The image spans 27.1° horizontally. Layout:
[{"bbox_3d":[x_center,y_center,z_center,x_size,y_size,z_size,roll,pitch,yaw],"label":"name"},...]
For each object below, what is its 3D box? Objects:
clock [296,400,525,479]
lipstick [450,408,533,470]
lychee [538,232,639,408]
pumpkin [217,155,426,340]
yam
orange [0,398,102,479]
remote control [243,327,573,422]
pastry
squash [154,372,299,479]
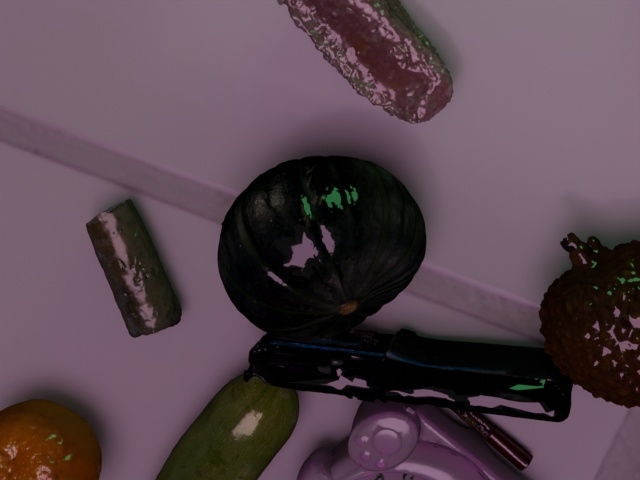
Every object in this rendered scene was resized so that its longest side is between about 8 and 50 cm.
[{"bbox_3d":[0.100,0.375,1.739,0.295,0.113,0.322,40,113,-5],"label":"clock"},{"bbox_3d":[0.200,0.232,1.716,0.176,0.027,0.027,40,112,-4],"label":"lipstick"},{"bbox_3d":[0.356,0.089,1.549,0.200,0.200,0.238,-32,101,19],"label":"lychee"},{"bbox_3d":[0.000,0.000,1.585,0.250,0.216,0.250,-3,139,-2],"label":"pumpkin"},{"bbox_3d":[-0.241,0.036,1.702,0.078,0.078,0.179,-18,105,16],"label":"yam"},{"bbox_3d":[-0.380,0.301,1.775,0.178,0.155,0.177,-8,72,25],"label":"orange"},{"bbox_3d":[0.111,0.153,1.644,0.399,0.144,0.062,5,110,12],"label":"remote control"},{"bbox_3d":[0.045,-0.248,1.531,0.103,0.112,0.265,-38,109,22],"label":"pastry"},{"bbox_3d":[-0.154,0.312,1.764,0.118,0.118,0.370,37,114,-4],"label":"squash"}]
